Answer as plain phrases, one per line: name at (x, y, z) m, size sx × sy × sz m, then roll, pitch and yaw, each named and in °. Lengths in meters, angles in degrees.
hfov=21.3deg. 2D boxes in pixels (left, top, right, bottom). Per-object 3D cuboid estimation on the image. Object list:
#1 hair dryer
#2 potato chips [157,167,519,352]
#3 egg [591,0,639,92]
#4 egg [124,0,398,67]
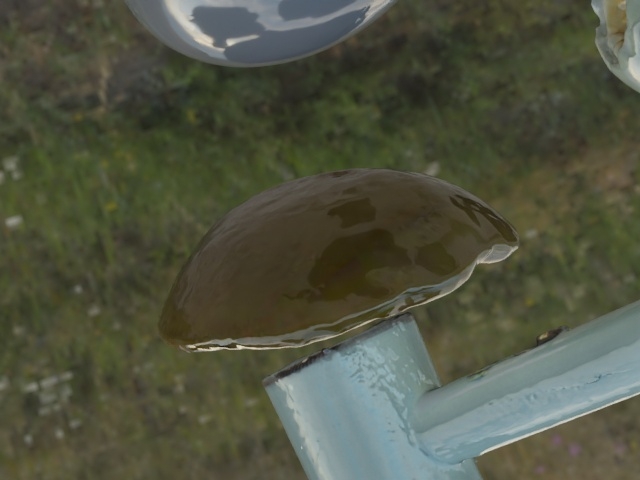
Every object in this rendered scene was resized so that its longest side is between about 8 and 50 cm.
hair dryer at (0.096, 0.070, 0.703) m, size 0.236 × 0.131 × 0.073 m, roll -28°, pitch 175°, yaw 31°
potato chips at (0.000, 0.000, 0.905) m, size 0.195 × 0.062 × 0.208 m, roll -21°, pitch -164°, yaw -6°
egg at (0.304, -0.171, 1.166) m, size 0.217 × 0.183 × 0.183 m, roll 1°, pitch 160°, yaw -4°
egg at (-0.019, -0.155, 0.741) m, size 0.146 × 0.146 × 0.199 m, roll -9°, pitch 161°, yaw -32°
